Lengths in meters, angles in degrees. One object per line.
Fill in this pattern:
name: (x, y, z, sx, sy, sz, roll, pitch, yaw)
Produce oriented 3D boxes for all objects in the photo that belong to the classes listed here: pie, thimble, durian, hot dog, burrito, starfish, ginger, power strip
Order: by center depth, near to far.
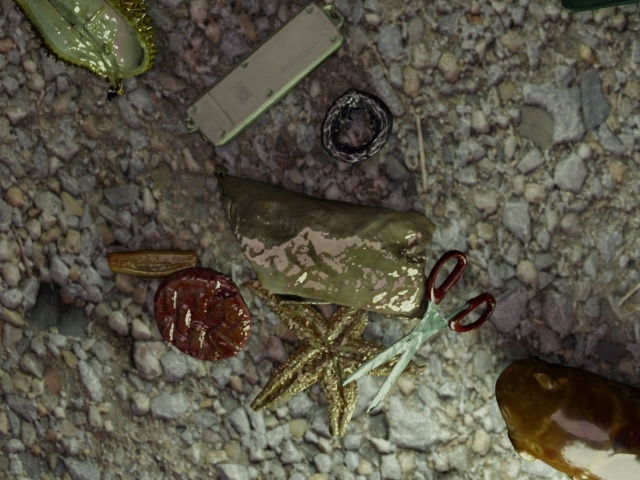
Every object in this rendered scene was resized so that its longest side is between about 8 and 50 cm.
ginger: (0.420, 0.312, 1.345, 0.418, 0.176, 0.254, 23, 91, -3)
durian: (-0.313, -0.319, 1.367, 0.193, 0.138, 0.237, 0, 138, 12)
thimble: (0.052, -0.159, 1.381, 0.095, 0.066, 0.104, 23, 100, 3)
burrito: (-0.004, 0.012, 1.384, 0.348, 0.107, 0.175, 14, 80, 2)
power strip: (-0.077, -0.236, 1.391, 0.272, 0.052, 0.078, -40, 91, 6)
pie: (-0.172, 0.108, 1.424, 0.154, 0.036, 0.154, 3, 110, 9)
starfish: (-0.008, 0.174, 1.428, 0.295, 0.048, 0.231, 29, 97, 2)
hot dog: (-0.247, 0.035, 1.442, 0.137, 0.028, 0.044, -2, 81, 4)

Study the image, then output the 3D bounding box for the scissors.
scissors: (0.135, 0.135, 1.365, 0.248, 0.017, 0.144, -44, 126, -7)

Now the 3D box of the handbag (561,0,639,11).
handbag: (0.384, -0.465, 1.221, 0.089, 0.238, 0.326, -25, 108, -33)
